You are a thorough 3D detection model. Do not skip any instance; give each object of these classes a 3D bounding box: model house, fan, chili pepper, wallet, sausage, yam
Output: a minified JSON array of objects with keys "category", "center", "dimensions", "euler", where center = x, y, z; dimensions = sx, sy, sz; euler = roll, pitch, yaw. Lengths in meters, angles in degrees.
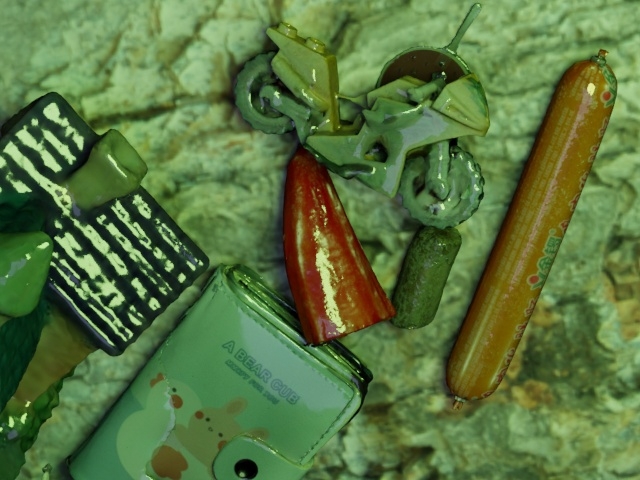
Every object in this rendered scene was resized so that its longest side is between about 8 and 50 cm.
[{"category":"model house","center":[-0.251,0.044,1.540],"dimensions":[0.280,0.312,0.245],"euler":[-37,102,19]},{"category":"fan","center":[0.099,-0.142,1.594],"dimensions":[0.085,0.005,0.133],"euler":[27,113,-5]},{"category":"chili pepper","center":[0.004,-0.001,1.622],"dimensions":[0.065,0.088,0.169],"euler":[-13,93,53]},{"category":"wallet","center":[-0.089,0.162,1.701],"dimensions":[0.176,0.075,0.250],"euler":[38,110,-4]},{"category":"sausage","center":[0.177,-0.002,1.618],"dimensions":[0.053,0.053,0.348],"euler":[19,112,-3]},{"category":"yam","center":[0.090,0.030,1.646],"dimensions":[0.043,0.043,0.094],"euler":[16,114,-1]}]

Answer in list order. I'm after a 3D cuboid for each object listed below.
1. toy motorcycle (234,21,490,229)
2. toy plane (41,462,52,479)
[{"category":"toy motorcycle","center":[0.045,-0.109,1.568],"dimensions":[0.229,0.094,0.130],"euler":[30,111,10]},{"category":"toy plane","center":[-0.240,0.283,1.723],"dimensions":[0.251,0.101,0.255],"euler":[6,145,10]}]
